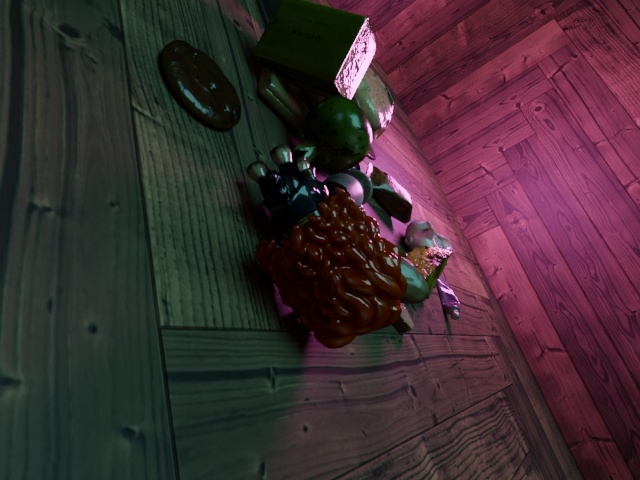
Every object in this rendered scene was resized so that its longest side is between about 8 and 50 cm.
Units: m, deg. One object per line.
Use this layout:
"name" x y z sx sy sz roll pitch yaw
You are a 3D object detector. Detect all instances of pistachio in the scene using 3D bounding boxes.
"pistachio" 0.219 0.114 1.146 0.185 0.126 0.108 36 6 -4

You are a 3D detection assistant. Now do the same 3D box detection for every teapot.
"teapot" 0.425 0.006 1.623 0.299 0.166 0.208 36 45 -59

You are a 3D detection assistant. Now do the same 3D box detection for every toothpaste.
"toothpaste" 0.525 0.216 1.702 0.075 0.048 0.301 20 32 -14

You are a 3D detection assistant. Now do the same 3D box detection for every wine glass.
"wine glass" 0.067 -0.129 1.132 0.126 0.126 0.241 58 23 -4

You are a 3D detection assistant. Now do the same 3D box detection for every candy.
"candy" 0.262 -0.191 1.593 0.271 0.101 0.143 38 39 -28

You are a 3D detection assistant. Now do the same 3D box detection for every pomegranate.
"pomegranate" 0.026 -0.286 1.131 0.211 0.263 0.211 49 -23 29

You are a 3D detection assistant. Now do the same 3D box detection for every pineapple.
"pineapple" 0.364 0.115 1.471 0.250 0.140 0.164 -38 140 -43

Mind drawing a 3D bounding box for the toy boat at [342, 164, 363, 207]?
"toy boat" 0.124 -0.161 1.323 0.220 0.067 0.291 20 50 -77

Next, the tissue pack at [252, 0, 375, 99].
"tissue pack" -0.013 -0.545 1.166 0.274 0.200 0.167 27 0 20

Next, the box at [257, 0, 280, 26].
"box" -0.127 -0.835 1.506 0.162 0.130 0.227 4 58 -43

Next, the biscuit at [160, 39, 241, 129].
"biscuit" -0.247 -0.330 0.862 0.212 0.036 0.212 42 32 -34

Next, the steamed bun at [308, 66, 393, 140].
"steamed bun" 0.093 -0.509 1.450 0.372 0.230 0.325 57 34 -6

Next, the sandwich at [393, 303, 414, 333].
"sandwich" 0.232 0.214 1.175 0.093 0.035 0.105 48 27 -23

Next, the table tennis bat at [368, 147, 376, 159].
"table tennis bat" 0.189 -0.424 1.790 0.234 0.022 0.131 8 57 -62

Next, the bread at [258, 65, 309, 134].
"bread" -0.103 -0.412 1.186 0.178 0.060 0.139 36 34 -40

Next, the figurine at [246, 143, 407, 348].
"figurine" -0.003 -0.004 0.802 0.412 0.241 0.306 60 -6 44
